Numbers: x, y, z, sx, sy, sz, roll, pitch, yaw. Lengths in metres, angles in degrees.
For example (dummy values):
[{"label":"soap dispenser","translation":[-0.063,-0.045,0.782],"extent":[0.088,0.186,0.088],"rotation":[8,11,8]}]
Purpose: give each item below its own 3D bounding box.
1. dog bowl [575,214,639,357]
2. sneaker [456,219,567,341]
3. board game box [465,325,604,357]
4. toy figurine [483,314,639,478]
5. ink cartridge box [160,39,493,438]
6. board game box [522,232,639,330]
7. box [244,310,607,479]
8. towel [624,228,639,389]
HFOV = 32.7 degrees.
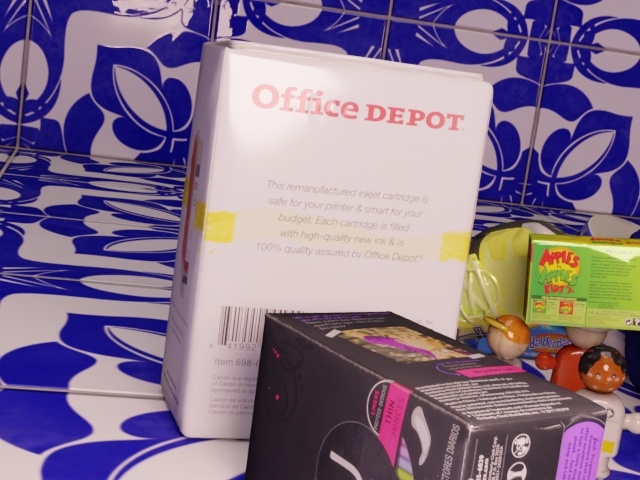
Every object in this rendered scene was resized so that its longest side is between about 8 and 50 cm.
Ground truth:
[{"label":"dog bowl","translation":[0.474,0.079,1.590],"extent":[0.265,0.104,0.265],"rotation":[24,25,-12]},{"label":"sneaker","translation":[0.157,0.081,1.378],"extent":[0.384,0.145,0.147],"rotation":[-22,2,45]},{"label":"board game box","translation":[0.308,0.132,1.609],"extent":[0.210,0.047,0.160],"rotation":[7,10,-12]},{"label":"toy figurine","translation":[0.294,0.152,1.196],"extent":[0.209,0.148,0.213],"rotation":[1,13,-36]},{"label":"ink cartridge box","translation":[0.000,0.000,1.134],"extent":[0.279,0.385,0.160],"rotation":[5,10,-17]},{"label":"board game box","translation":[0.311,0.045,1.158],"extent":[0.181,0.092,0.043],"rotation":[3,11,6]},{"label":"box","translation":[0.070,0.168,0.871],"extent":[0.143,0.165,0.270],"rotation":[1,12,-34]},{"label":"towel","translation":[0.450,0.113,1.308],"extent":[0.076,0.228,0.308],"rotation":[-4,10,-4]}]
